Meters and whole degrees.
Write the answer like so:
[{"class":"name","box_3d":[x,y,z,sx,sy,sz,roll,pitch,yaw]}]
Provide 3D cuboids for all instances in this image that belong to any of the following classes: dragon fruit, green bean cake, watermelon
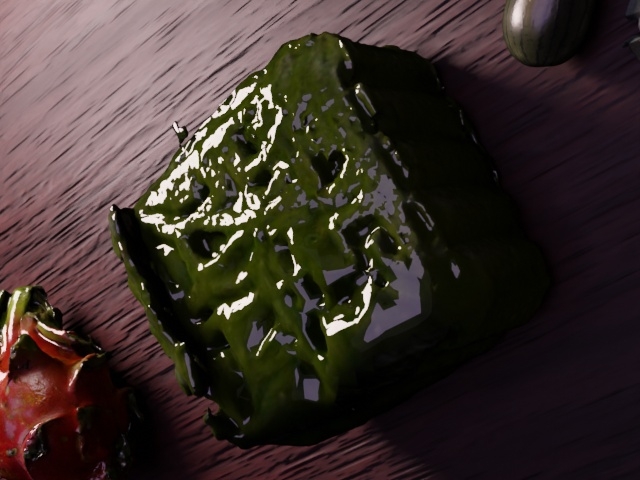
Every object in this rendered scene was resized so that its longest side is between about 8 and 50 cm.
[{"class":"dragon fruit","box_3d":[-0.307,0.178,1.272,0.200,0.198,0.269,2,64,2]},{"class":"green bean cake","box_3d":[0.000,0.000,1.003,0.319,0.218,0.335,-42,71,29]},{"class":"watermelon","box_3d":[0.201,-0.204,0.934,0.078,0.078,0.110,27,108,31]}]

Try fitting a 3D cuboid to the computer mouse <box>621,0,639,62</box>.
[{"class":"computer mouse","box_3d":[0.340,-0.191,0.838,0.231,0.071,0.126,-6,89,36]}]
